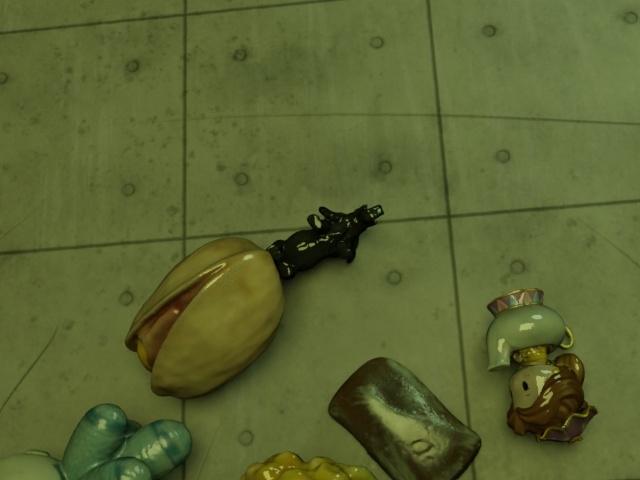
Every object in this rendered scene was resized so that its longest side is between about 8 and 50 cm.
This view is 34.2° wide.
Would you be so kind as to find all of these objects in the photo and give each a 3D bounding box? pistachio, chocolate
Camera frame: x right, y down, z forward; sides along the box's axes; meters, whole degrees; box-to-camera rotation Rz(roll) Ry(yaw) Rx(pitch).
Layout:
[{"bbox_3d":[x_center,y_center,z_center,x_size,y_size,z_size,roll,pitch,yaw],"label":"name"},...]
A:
[{"bbox_3d":[-0.192,0.128,1.791,0.309,0.230,0.230,-41,69,9],"label":"pistachio"},{"bbox_3d":[0.140,0.308,1.760,0.157,0.080,0.254,-43,70,-10],"label":"chocolate"}]

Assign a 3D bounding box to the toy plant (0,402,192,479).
[{"bbox_3d":[-0.364,0.397,1.713,0.332,0.247,0.247,-28,68,-7],"label":"toy plant"}]

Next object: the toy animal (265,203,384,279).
[{"bbox_3d":[0.000,-0.006,1.864,0.245,0.146,0.114,-16,87,4],"label":"toy animal"}]

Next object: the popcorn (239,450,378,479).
[{"bbox_3d":[-0.033,0.503,1.561,0.349,0.349,0.382,42,48,19],"label":"popcorn"}]

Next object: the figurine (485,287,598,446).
[{"bbox_3d":[0.365,0.218,1.740,0.189,0.142,0.263,-6,67,-21],"label":"figurine"}]
